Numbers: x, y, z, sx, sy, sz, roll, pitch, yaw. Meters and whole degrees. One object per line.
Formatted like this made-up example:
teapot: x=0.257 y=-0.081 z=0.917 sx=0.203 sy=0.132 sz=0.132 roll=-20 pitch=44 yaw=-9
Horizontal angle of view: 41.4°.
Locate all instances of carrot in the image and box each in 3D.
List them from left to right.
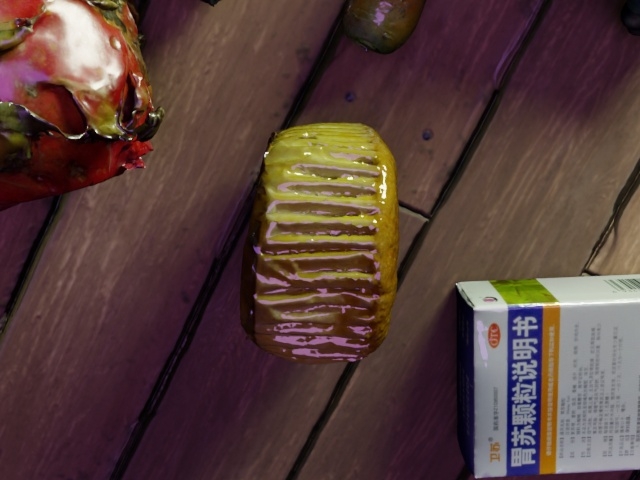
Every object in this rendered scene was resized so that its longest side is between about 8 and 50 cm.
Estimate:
carrot: x=0.117 y=-0.327 z=0.854 sx=0.078 sy=0.078 sz=0.298 roll=30 pitch=95 yaw=-8

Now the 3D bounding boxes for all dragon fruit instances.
dragon fruit: x=-0.284 y=-0.183 z=0.779 sx=0.250 sy=0.269 sz=0.291 roll=-10 pitch=107 yaw=-9

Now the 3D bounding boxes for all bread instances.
bread: x=0.000 y=0.000 z=0.830 sx=0.143 sy=0.253 sz=0.227 roll=0 pitch=100 yaw=1

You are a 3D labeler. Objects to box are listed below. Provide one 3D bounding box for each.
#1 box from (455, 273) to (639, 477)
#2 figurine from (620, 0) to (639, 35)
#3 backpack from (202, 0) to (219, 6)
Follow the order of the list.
box: x=0.308 y=0.147 z=0.949 sx=0.300 sy=0.106 sz=0.200 roll=-2 pitch=103 yaw=0
figurine: x=0.290 y=-0.346 z=0.763 sx=0.185 sy=0.204 sz=0.332 roll=-45 pitch=106 yaw=-6
backpack: x=-0.144 y=-0.299 z=0.808 sx=0.106 sy=0.120 sz=0.165 roll=-37 pitch=130 yaw=13
